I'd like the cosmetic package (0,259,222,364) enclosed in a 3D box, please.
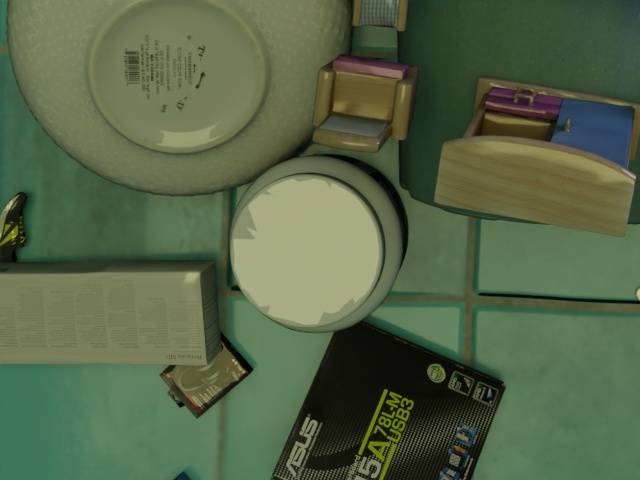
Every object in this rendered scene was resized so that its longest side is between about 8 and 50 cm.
[{"bbox_3d":[-0.224,0.073,1.435,0.239,0.060,0.099,0,101,12],"label":"cosmetic package"}]

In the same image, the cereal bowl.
[{"bbox_3d":[-0.131,-0.182,1.324,0.338,0.141,0.339,-2,121,-3],"label":"cereal bowl"}]

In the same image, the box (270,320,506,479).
[{"bbox_3d":[0.068,0.194,1.413,0.184,0.045,0.191,25,69,1],"label":"box"}]

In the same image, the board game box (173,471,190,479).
[{"bbox_3d":[-0.174,0.374,1.489,0.211,0.039,0.160,-41,90,8],"label":"board game box"}]

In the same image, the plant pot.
[{"bbox_3d":[0.209,-0.199,1.281,0.341,0.341,0.334,4,103,5],"label":"plant pot"}]

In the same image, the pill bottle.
[{"bbox_3d":[0.000,0.000,1.323,0.162,0.278,0.162,0,94,6],"label":"pill bottle"}]

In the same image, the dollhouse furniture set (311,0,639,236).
[{"bbox_3d":[0.138,-0.195,1.032,0.286,0.198,0.303,10,111,11],"label":"dollhouse furniture set"}]

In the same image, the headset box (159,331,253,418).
[{"bbox_3d":[-0.122,0.140,1.469,0.083,0.032,0.062,-40,90,5],"label":"headset box"}]

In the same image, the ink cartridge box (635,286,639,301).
[{"bbox_3d":[0.405,0.102,1.404,0.104,0.060,0.180,-34,91,7],"label":"ink cartridge box"}]

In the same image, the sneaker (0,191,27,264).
[{"bbox_3d":[-0.321,-0.011,1.479,0.035,0.031,0.083,26,105,-3],"label":"sneaker"}]
